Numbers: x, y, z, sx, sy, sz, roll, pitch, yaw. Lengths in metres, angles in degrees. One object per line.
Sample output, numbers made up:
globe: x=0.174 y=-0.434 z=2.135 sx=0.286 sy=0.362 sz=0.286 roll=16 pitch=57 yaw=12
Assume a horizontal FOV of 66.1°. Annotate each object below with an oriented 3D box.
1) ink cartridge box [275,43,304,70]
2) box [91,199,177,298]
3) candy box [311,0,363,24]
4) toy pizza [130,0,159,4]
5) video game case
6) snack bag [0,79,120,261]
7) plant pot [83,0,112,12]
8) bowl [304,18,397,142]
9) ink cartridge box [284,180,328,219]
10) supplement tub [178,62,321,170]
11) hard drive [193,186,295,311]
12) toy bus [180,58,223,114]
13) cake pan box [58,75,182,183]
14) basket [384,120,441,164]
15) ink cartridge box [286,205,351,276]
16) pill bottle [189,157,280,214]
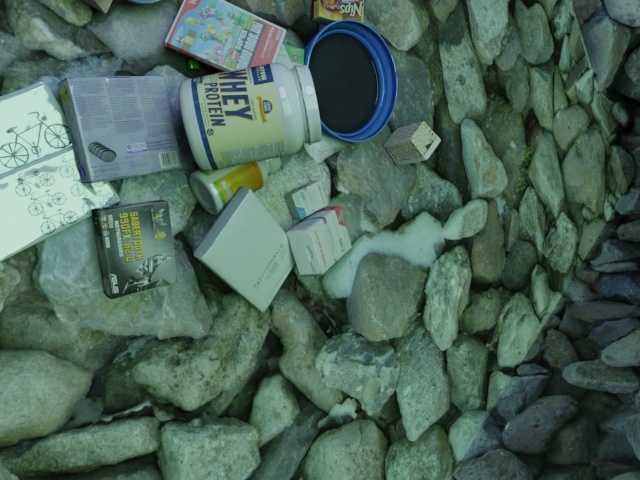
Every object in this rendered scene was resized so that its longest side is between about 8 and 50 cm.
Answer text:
ink cartridge box: x=-0.135 y=-0.478 z=1.490 sx=0.154 sy=0.093 sz=0.212 roll=-1 pitch=96 yaw=-36
box: x=-0.481 y=0.019 z=1.287 sx=0.183 sy=0.056 sz=0.231 roll=-12 pitch=107 yaw=-37
candy box: x=0.058 y=-0.770 z=1.629 sx=0.186 sy=0.053 sz=0.109 roll=-2 pitch=96 yaw=-34
toy pizza: x=-0.428 y=-0.676 z=1.182 sx=0.201 sy=0.032 sz=0.201 roll=-31 pitch=147 yaw=-23
video game case: x=-0.254 y=-0.559 z=1.355 sx=0.285 sy=0.025 sz=0.204 roll=20 pitch=70 yaw=-13
snack bag: x=-0.697 y=-0.170 z=1.147 sx=0.323 sy=0.037 sz=0.343 roll=-34 pitch=112 yaw=-28
plant pot: x=-0.553 y=-0.627 z=1.160 sx=0.096 sy=0.109 sz=0.109 roll=19 pitch=81 yaw=8
bowl: x=0.094 y=-0.527 z=1.651 sx=0.391 sy=0.077 sz=0.391 roll=-6 pitch=101 yaw=-35
ink cartridge box: x=-0.046 y=-0.133 z=1.609 sx=0.122 sy=0.052 sz=0.089 roll=-30 pitch=111 yaw=-29
supplement tub: x=-0.176 y=-0.322 z=1.269 sx=0.324 sy=0.235 sz=0.235 roll=-12 pitch=103 yaw=-4
hard drive: x=-0.198 y=0.038 z=1.439 sx=0.233 sy=0.047 sz=0.353 roll=-58 pitch=145 yaw=-17
toy bus: x=-0.276 y=-0.430 z=1.385 sx=0.191 sy=0.104 sz=0.202 roll=8 pitch=89 yaw=-36
cake pan box: x=-0.490 y=-0.285 z=1.243 sx=0.267 sy=0.070 sz=0.246 roll=-21 pitch=108 yaw=-43
basket: x=0.331 y=-0.355 z=1.794 sx=0.103 sy=0.167 sz=0.113 roll=47 pitch=68 yaw=-24
ink cartridge box: x=0.000 y=0.000 z=1.587 sx=0.218 sy=0.092 sz=0.159 roll=-40 pitch=118 yaw=-54
pill bottle: x=-0.238 y=-0.189 z=1.413 sx=0.245 sy=0.136 sz=0.136 roll=-36 pitch=114 yaw=-28
